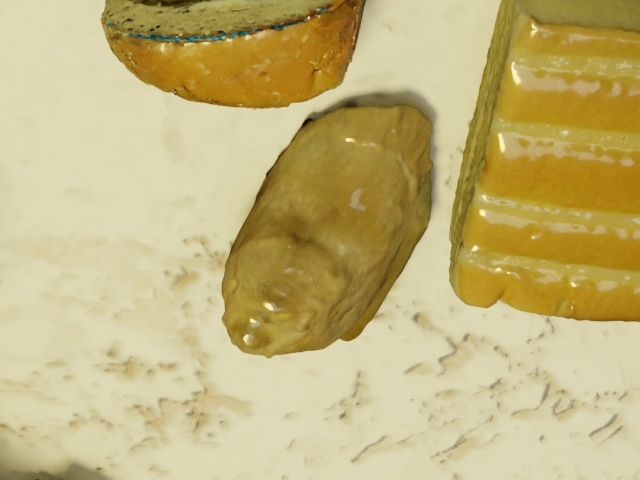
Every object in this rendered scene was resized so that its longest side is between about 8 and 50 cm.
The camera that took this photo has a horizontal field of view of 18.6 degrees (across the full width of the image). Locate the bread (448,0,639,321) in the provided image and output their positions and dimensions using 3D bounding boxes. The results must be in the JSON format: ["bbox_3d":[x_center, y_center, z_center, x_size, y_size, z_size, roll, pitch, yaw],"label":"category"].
[{"bbox_3d":[0.217,-0.056,1.256,0.246,0.111,0.239,5,129,-7],"label":"bread"}]

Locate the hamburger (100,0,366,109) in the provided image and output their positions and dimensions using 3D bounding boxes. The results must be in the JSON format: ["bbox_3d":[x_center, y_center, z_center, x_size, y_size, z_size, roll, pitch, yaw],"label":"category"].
[{"bbox_3d":[-0.042,-0.119,1.225,0.176,0.087,0.102,-13,124,6],"label":"hamburger"}]

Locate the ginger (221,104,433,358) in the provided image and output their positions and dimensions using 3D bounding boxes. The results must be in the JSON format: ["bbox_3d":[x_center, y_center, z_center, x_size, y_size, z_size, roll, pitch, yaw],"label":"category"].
[{"bbox_3d":[0.002,-0.004,1.299,0.115,0.122,0.193,27,119,6],"label":"ginger"}]

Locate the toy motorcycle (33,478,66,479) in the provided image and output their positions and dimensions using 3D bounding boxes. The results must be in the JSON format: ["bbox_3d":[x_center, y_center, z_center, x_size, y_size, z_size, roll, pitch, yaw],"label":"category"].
[{"bbox_3d":[-0.271,0.201,1.426,0.274,0.187,0.125,22,124,-38],"label":"toy motorcycle"}]
